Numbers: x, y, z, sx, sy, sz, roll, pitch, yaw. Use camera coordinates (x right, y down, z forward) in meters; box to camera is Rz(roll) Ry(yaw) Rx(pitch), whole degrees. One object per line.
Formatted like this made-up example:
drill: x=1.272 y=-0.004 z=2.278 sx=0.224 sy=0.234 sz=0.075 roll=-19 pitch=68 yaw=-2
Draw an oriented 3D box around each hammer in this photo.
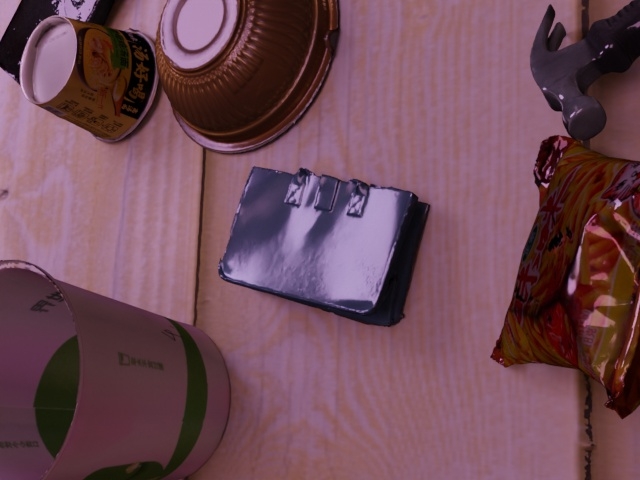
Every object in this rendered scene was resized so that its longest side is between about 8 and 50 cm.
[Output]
hammer: x=0.292 y=-0.195 z=0.965 sx=0.226 sy=0.041 sz=0.158 roll=-32 pitch=39 yaw=18

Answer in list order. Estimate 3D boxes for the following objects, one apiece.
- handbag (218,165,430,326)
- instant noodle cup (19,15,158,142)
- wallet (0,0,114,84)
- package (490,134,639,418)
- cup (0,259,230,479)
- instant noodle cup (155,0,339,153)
handbag: x=0.000 y=0.000 z=1.160 sx=0.221 sy=0.057 sz=0.144 roll=14 pitch=85 yaw=37
instant noodle cup: x=-0.294 y=-0.209 z=1.370 sx=0.151 sy=0.122 sz=0.151 roll=-8 pitch=77 yaw=37
wallet: x=-0.337 y=-0.343 z=1.479 sx=0.172 sy=0.045 sz=0.318 roll=43 pitch=108 yaw=36
package: x=0.235 y=0.027 z=0.906 sx=0.288 sy=0.108 sz=0.223 roll=-148 pitch=79 yaw=-79
cup: x=-0.255 y=0.163 z=1.179 sx=0.253 sy=0.274 sz=0.253 roll=-8 pitch=75 yaw=34
instant noodle cup: x=-0.111 y=-0.242 z=1.264 sx=0.274 sy=0.091 sz=0.274 roll=-9 pitch=75 yaw=35
